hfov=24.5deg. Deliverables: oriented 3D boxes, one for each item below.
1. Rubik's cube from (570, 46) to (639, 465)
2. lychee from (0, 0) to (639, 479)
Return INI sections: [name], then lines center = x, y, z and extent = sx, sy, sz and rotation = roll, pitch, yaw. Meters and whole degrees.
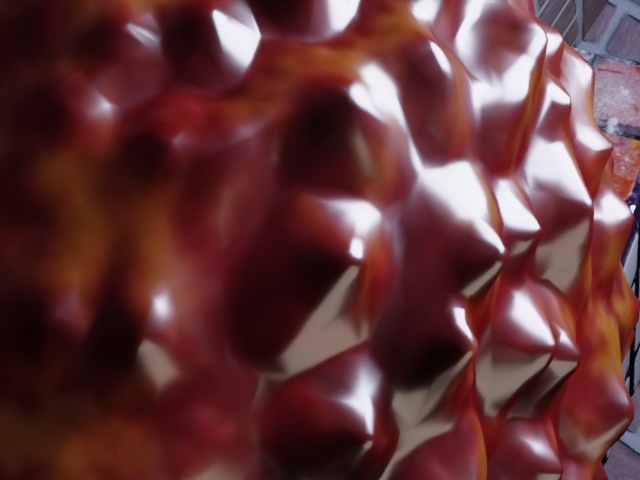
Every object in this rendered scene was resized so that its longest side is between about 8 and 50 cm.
[Rubik's cube]
center = 0.138, 0.029, 1.401
extent = 0.343, 0.345, 0.337
rotation = -62, 157, -27
[lychee]
center = -0.092, 0.014, 0.546
extent = 0.424, 0.425, 0.499
rotation = 101, -4, -64
